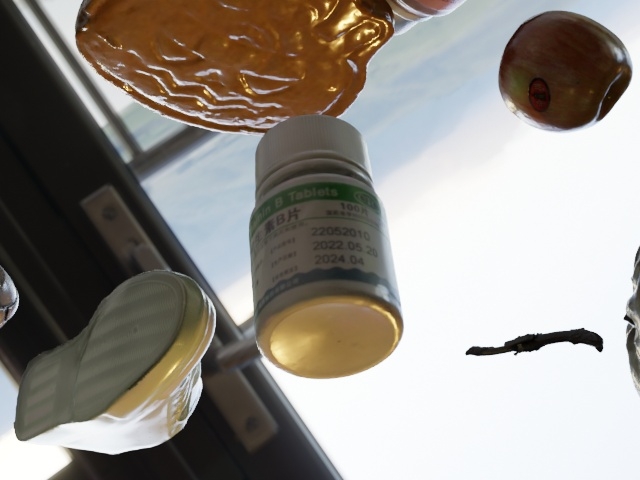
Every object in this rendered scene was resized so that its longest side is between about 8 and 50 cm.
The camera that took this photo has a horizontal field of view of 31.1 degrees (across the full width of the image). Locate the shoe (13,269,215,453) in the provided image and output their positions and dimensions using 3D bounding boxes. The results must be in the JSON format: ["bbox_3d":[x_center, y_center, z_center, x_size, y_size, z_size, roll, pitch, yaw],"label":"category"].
[{"bbox_3d":[-0.168,0.139,1.144,0.160,0.131,0.363,16,150,-31],"label":"shoe"}]

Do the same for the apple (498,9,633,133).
[{"bbox_3d":[0.283,-0.192,1.325,0.146,0.131,0.146,-38,143,-36],"label":"apple"}]

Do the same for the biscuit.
[{"bbox_3d":[-0.108,-0.254,1.469,0.365,0.385,0.062,-45,-142,49],"label":"biscuit"}]

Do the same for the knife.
[{"bbox_3d":[0.301,0.143,1.627,0.222,0.021,0.045,-7,-137,39],"label":"knife"}]

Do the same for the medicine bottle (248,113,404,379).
[{"bbox_3d":[0.000,0.000,1.089,0.139,0.139,0.236,-31,-136,28],"label":"medicine bottle"}]

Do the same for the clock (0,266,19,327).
[{"bbox_3d":[-0.463,0.051,1.442,0.080,0.176,0.117,108,-8,-48],"label":"clock"}]

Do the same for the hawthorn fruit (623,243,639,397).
[{"bbox_3d":[0.499,0.095,1.308,0.301,0.267,0.268,14,-155,18],"label":"hawthorn fruit"}]

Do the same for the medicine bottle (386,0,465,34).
[{"bbox_3d":[0.151,-0.372,1.505,0.147,0.147,0.247,-38,-178,-39],"label":"medicine bottle"}]
